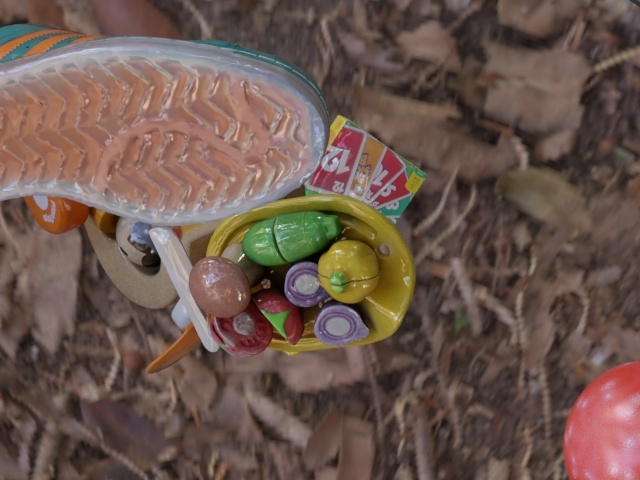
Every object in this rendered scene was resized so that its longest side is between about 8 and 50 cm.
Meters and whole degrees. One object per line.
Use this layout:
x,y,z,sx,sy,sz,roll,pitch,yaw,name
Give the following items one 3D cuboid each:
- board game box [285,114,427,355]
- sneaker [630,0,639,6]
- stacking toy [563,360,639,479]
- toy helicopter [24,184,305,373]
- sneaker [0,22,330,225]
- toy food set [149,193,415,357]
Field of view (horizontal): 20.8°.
0.000,0.000,1.967,0.124,0.039,0.259,33,92,-25,board game box
0.242,-0.130,1.014,0.158,0.065,0.061,32,63,5,sneaker
0.257,0.137,0.965,0.330,0.141,0.141,16,66,-37,stacking toy
-0.115,-0.011,1.529,0.140,0.355,0.235,-23,94,-32,toy helicopter
-0.132,-0.078,0.989,0.302,0.108,0.121,0,27,17,sneaker
-0.037,0.041,1.344,0.218,0.071,0.128,-9,109,28,toy food set
